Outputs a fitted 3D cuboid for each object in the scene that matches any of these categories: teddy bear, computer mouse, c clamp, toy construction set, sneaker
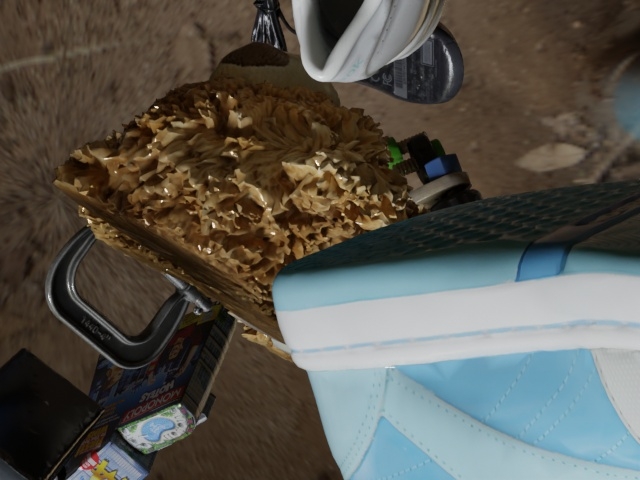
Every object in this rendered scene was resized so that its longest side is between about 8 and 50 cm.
[{"bbox_3d":[0.000,0.000,0.860,0.338,0.245,0.113,38,75,-46],"label":"teddy bear"},{"bbox_3d":[0.039,-0.243,1.732,0.060,0.262,0.184,-39,131,-45],"label":"computer mouse"},{"bbox_3d":[-0.142,0.028,1.326,0.160,0.022,0.137,39,80,-44],"label":"c clamp"},{"bbox_3d":[0.076,0.062,1.843,0.237,0.257,0.309,-22,97,-4],"label":"toy construction set"},{"bbox_3d":[0.124,0.087,0.556,0.127,0.319,0.208,-19,99,-34],"label":"sneaker"},{"bbox_3d":[0.016,-0.163,0.642,0.080,0.094,0.212,5,111,20],"label":"sneaker"}]

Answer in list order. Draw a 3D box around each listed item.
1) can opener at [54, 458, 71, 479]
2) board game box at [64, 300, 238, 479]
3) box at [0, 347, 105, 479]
[{"bbox_3d":[-0.260,0.354,1.783,0.095,0.076,0.283,-11,97,-30],"label":"can opener"},{"bbox_3d":[-0.174,0.173,1.705,0.060,0.194,0.194,45,42,-25],"label":"board game box"},{"bbox_3d":[-0.319,0.242,1.459,0.103,0.184,0.261,37,108,-4],"label":"box"}]
